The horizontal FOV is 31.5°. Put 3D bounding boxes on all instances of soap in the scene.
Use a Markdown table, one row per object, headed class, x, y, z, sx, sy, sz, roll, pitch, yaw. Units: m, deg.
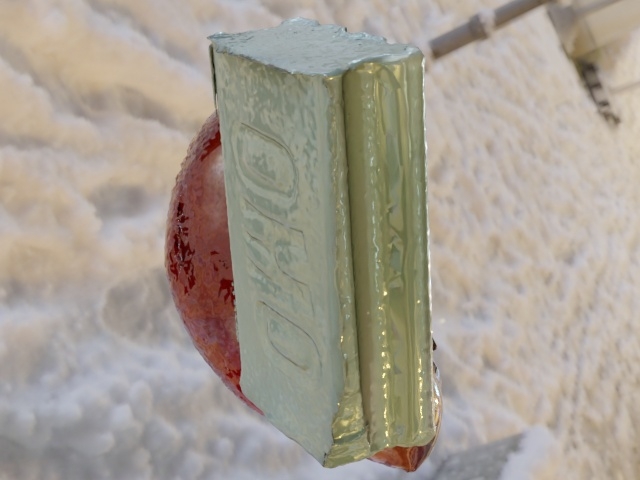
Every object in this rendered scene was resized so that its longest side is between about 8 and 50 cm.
| class | x | y | z | sx | sy | sz | roll | pitch | yaw |
| --- | --- | --- | --- | --- | --- | --- | --- | --- | --- |
| soap | 0.000 | 0.000 | 0.550 | 0.063 | 0.114 | 0.198 | -16 | 114 | -27 |

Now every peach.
| class | x | y | z | sx | sy | sz | roll | pitch | yaw |
| --- | --- | --- | --- | --- | --- | --- | --- | --- | --- |
| peach | -0.017 | 0.029 | 0.742 | 0.159 | 0.154 | 0.267 | 8 | 69 | -71 |
